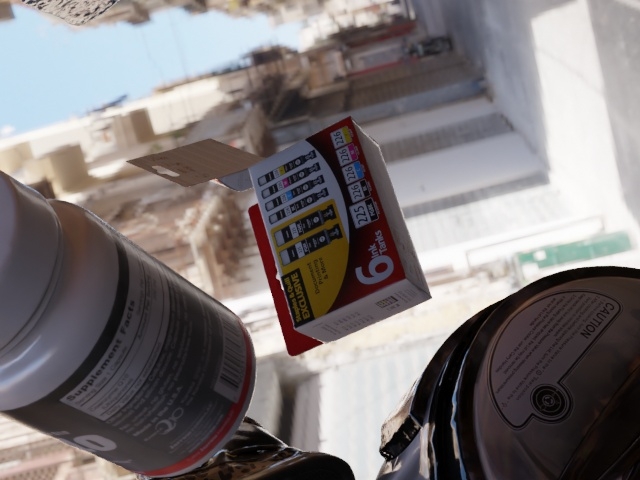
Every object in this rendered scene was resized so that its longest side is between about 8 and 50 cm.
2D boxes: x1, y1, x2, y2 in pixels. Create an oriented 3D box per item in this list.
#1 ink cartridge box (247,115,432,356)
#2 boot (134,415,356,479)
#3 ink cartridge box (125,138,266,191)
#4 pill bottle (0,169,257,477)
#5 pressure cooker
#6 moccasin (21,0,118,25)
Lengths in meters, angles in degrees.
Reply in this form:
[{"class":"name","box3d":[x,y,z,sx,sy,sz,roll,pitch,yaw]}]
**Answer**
[{"class":"ink cartridge box","box3d":[0.000,0.000,1.769,0.130,0.271,0.310,35,-147,-59]},{"class":"boot","box3d":[-0.176,0.311,1.294,0.284,0.377,0.138,-168,65,-67]},{"class":"ink cartridge box","box3d":[-0.244,-0.138,2.151,0.232,0.189,0.066,-27,-52,-42]},{"class":"pill bottle","box3d":[-0.185,0.068,0.811,0.283,0.161,0.161,42,-148,-50]},{"class":"pressure cooker","box3d":[0.254,0.227,0.965,0.420,0.375,0.370,109,163,-56]},{"class":"moccasin","box3d":[-0.341,-0.353,1.314,0.117,0.137,0.342,57,174,1]}]
